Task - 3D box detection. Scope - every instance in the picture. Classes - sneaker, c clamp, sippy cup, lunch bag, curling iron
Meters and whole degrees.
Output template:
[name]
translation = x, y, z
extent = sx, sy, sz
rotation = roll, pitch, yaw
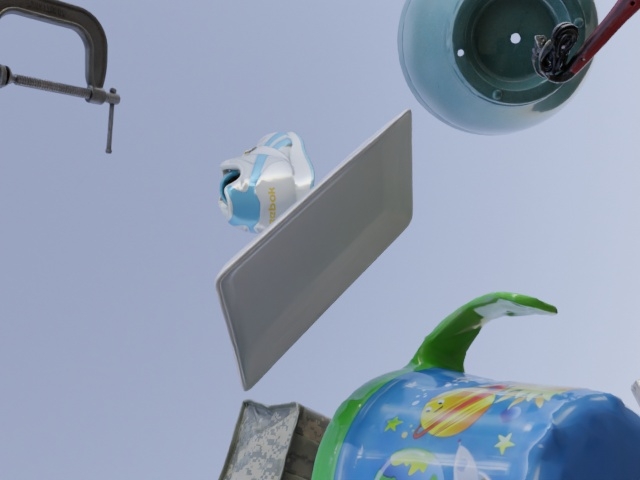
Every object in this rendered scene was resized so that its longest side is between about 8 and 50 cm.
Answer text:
[sneaker]
translation = -0.064, -0.068, 0.839
extent = 0.092, 0.229, 0.088
rotation = 0, -74, -9
[c clamp]
translation = -0.256, -0.167, 0.749
extent = 0.160, 0.022, 0.137
rotation = 11, -97, -50
[sippy cup]
translation = 0.146, 0.209, 0.623
extent = 0.240, 0.224, 0.306
rotation = -21, -91, -36
[lunch bag]
translation = -0.035, 0.408, 1.154
extent = 0.235, 0.168, 0.287
rotation = 33, -117, -33
[curling iron]
translation = 0.336, -0.271, 0.842
extent = 0.068, 0.274, 0.035
rotation = 20, -137, -33

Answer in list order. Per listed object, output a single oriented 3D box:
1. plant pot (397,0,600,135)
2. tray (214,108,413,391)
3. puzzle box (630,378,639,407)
[plant pot]
translation = 0.258, -0.283, 1.084
extent = 0.196, 0.292, 0.293
rotation = -80, -18, -76
[tray]
translation = 0.000, 0.000, 0.707
extent = 0.270, 0.030, 0.145
rotation = -43, -37, -33
[puzzle box]
translation = 0.674, 0.246, 1.056
extent = 0.052, 0.408, 0.272
rotation = 64, -174, -65
